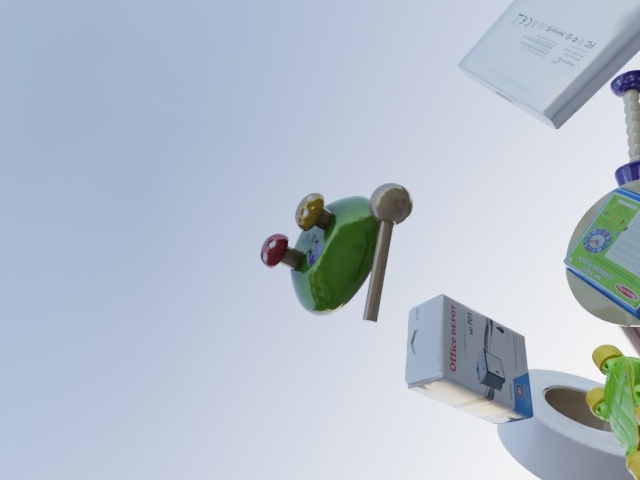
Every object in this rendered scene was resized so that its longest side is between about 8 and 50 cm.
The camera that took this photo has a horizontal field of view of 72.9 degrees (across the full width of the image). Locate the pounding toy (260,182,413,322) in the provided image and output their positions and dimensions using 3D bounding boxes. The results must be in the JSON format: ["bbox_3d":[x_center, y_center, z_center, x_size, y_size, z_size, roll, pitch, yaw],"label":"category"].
[{"bbox_3d":[0.000,0.000,0.576,0.110,0.237,0.183,27,-104,-22],"label":"pounding toy"}]

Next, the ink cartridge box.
[{"bbox_3d":[0.236,0.190,0.688,0.190,0.082,0.140,28,-129,-21],"label":"ink cartridge box"}]

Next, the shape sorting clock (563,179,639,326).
[{"bbox_3d":[0.425,0.015,0.587,0.040,0.206,0.206,21,-83,-18],"label":"shape sorting clock"}]

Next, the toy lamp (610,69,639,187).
[{"bbox_3d":[0.618,-0.201,0.853,0.080,0.080,0.275,21,-113,-27],"label":"toy lamp"}]

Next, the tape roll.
[{"bbox_3d":[0.483,0.351,0.804,0.286,0.286,0.100,1,-77,-23],"label":"tape roll"}]

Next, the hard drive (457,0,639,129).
[{"bbox_3d":[0.409,-0.362,0.653,0.047,0.233,0.353,26,-66,-40],"label":"hard drive"}]

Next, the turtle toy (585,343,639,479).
[{"bbox_3d":[0.271,0.125,0.348,0.066,0.095,0.130,-4,-67,8],"label":"turtle toy"}]
